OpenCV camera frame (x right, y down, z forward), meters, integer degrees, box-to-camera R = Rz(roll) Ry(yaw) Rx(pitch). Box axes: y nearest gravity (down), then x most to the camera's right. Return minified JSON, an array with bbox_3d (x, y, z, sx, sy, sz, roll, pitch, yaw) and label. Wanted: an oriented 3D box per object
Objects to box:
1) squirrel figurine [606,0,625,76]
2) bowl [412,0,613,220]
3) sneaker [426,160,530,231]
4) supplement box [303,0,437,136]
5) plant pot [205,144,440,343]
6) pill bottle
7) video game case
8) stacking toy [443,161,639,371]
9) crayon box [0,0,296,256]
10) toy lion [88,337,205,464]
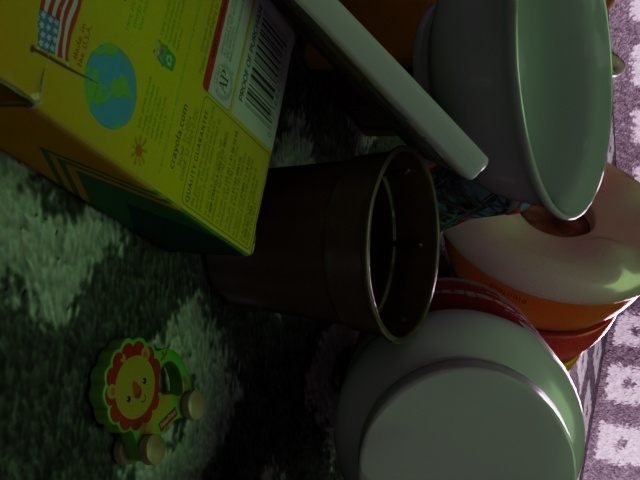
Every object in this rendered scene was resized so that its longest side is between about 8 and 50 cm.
[{"bbox_3d":[0.382,-0.408,1.410,0.397,0.281,0.370,-57,145,-22],"label":"squirrel figurine"},{"bbox_3d":[0.180,-0.167,0.914,0.298,0.134,0.297,0,89,-57],"label":"bowl"},{"bbox_3d":[0.152,-0.044,1.110,0.125,0.262,0.104,-35,93,-18],"label":"sneaker"},{"bbox_3d":[0.092,-0.239,1.046,0.194,0.129,0.191,41,56,-61],"label":"supplement box"},{"bbox_3d":[0.000,0.000,0.822,0.167,0.165,0.166,-10,101,-63],"label":"plant pot"},{"bbox_3d":[0.133,0.169,0.942,0.408,0.229,0.229,-42,133,-83],"label":"pill bottle"},{"bbox_3d":[0.032,-0.146,0.783,0.227,0.026,0.206,44,4,-10],"label":"video game case"},{"bbox_3d":[0.319,0.114,1.511,0.350,0.351,0.479,-58,163,-47],"label":"stacking toy"},{"bbox_3d":[-0.128,-0.132,0.624,0.318,0.081,0.202,43,54,-61],"label":"crayon box"},{"bbox_3d":[-0.134,0.113,0.713,0.100,0.034,0.096,-44,125,-57],"label":"toy lion"}]
